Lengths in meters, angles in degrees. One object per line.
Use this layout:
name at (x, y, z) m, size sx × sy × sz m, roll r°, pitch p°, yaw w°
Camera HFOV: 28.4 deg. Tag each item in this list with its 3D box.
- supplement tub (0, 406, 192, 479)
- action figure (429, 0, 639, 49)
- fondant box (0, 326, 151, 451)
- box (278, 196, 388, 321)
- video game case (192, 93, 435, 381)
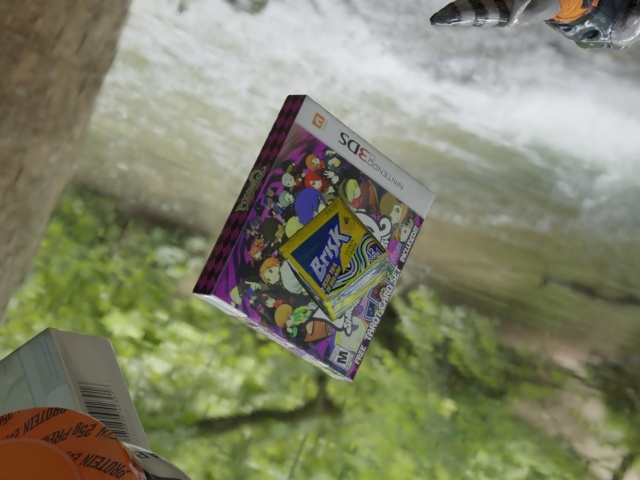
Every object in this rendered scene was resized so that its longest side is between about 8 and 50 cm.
supplement tub at (-0.127, 0.269, 0.805) m, size 0.207 × 0.207 × 0.338 m, roll 13°, pitch 143°, yaw 33°
action figure at (0.264, -0.316, 1.499) m, size 0.330 × 0.178 × 0.341 m, roll 7°, pitch -153°, yaw -41°
fondant box at (-0.310, 0.270, 1.209) m, size 0.330 × 0.238 × 0.096 m, roll -35°, pitch 155°, yaw 20°
box at (0.012, 0.017, 0.942) m, size 0.054 × 0.059 × 0.169 m, roll 49°, pitch 177°, yaw 7°
video game case at (0.000, 0.000, 1.312) m, size 0.210 × 0.232 × 0.042 m, roll 35°, pitch 163°, yaw -34°
